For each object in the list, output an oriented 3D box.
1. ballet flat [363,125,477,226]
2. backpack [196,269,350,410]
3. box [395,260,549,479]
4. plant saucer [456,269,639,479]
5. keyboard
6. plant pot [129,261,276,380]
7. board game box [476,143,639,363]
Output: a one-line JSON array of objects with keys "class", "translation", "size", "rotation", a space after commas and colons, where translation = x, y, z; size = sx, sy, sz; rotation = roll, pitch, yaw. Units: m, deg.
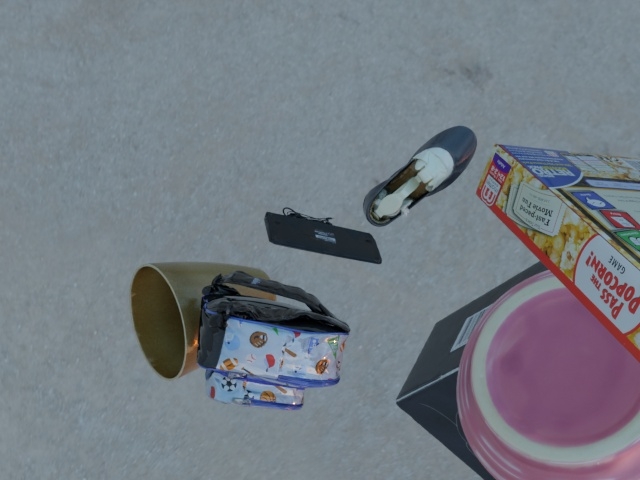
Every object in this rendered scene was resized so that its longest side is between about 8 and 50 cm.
[{"class": "ballet flat", "translation": [0.139, -0.085, 1.202], "size": [0.074, 0.203, 0.074], "rotation": [38, 30, -26]}, {"class": "backpack", "translation": [-0.085, 0.187, 1.483], "size": [0.263, 0.276, 0.213], "rotation": [5, 100, -9]}, {"class": "box", "translation": [0.519, 0.341, 1.883], "size": [0.472, 0.480, 0.297], "rotation": [43, 48, -7]}, {"class": "plant saucer", "translation": [0.322, 0.169, 1.061], "size": [0.084, 0.332, 0.332], "rotation": [43, 46, -49]}, {"class": "keyboard", "translation": [0.000, 0.000, 1.341], "size": [0.192, 0.038, 0.100], "rotation": [13, 37, -20]}, {"class": "plant pot", "translation": [-0.224, 0.141, 1.727], "size": [0.254, 0.237, 0.237], "rotation": [-12, 70, -35]}, {"class": "board game box", "translation": [0.214, 0.003, 0.552], "size": [0.146, 0.045, 0.193], "rotation": [2, 32, -25]}]
